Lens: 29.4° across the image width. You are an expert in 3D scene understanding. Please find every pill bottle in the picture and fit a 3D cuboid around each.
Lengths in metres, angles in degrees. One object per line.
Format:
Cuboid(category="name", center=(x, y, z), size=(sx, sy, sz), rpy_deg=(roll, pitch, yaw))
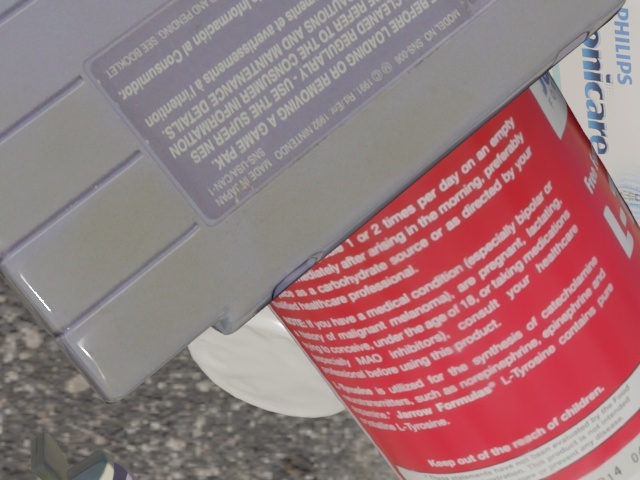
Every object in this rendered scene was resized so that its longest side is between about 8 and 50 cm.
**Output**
Cuboid(category="pill bottle", center=(0.000, 0.000, 1.153), size=(0.169, 0.169, 0.301), rpy_deg=(42, 51, -27))
Cuboid(category="pill bottle", center=(0.065, -0.015, 0.776), size=(0.408, 0.229, 0.229), rpy_deg=(54, 54, -23))

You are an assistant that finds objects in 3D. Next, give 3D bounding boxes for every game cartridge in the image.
Cuboid(category="game cartridge", center=(-0.020, -0.122, 0.534), size=(0.355, 0.068, 0.230), rpy_deg=(-39, 100, -16))

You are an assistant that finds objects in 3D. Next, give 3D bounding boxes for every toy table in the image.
Cuboid(category="toy table", center=(-0.382, 0.426, 1.875), size=(0.252, 0.274, 0.161), rpy_deg=(-40, 126, 4))

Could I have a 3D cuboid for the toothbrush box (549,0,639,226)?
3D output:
Cuboid(category="toothbrush box", center=(0.145, -0.137, 0.937), size=(0.126, 0.295, 0.216), rpy_deg=(-46, 137, -35))
